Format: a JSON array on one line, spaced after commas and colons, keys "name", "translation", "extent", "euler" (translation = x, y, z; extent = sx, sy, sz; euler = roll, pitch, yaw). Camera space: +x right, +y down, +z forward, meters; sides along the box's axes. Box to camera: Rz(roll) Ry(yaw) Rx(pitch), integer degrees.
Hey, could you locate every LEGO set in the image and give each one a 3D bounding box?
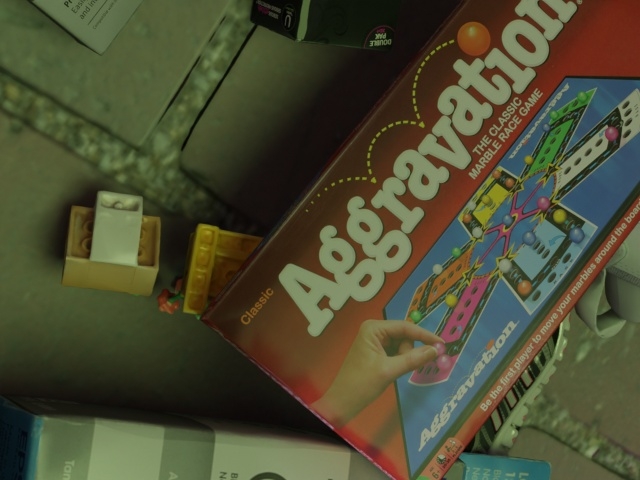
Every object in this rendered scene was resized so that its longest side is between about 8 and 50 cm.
[{"name": "LEGO set", "translation": [0.000, 0.000, 0.809], "extent": [0.287, 0.107, 0.132], "euler": [-25, 86, -17]}]

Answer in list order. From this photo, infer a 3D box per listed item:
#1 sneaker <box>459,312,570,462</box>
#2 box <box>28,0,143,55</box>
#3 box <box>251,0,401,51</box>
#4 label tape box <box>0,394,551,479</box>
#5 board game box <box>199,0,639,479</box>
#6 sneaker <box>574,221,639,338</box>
[{"name": "sneaker", "translation": [0.095, 0.078, 0.897], "extent": [0.074, 0.063, 0.170], "euler": [9, 109, -41]}, {"name": "box", "translation": [-0.129, -0.197, 0.663], "extent": [0.186, 0.038, 0.145], "euler": [39, 86, -35]}, {"name": "box", "translation": [0.008, -0.146, 0.760], "extent": [0.062, 0.052, 0.083], "euler": [2, 108, -32]}, {"name": "label tape box", "translation": [-0.013, 0.227, 0.780], "extent": [0.347, 0.115, 0.249], "euler": [10, 85, -21]}, {"name": "board game box", "translation": [0.082, -0.023, 0.750], "extent": [0.145, 0.027, 0.281], "euler": [40, 80, -6]}, {"name": "sneaker", "translation": [0.295, -0.076, 0.923], "extent": [0.365, 0.137, 0.210], "euler": [-20, 119, -19]}]
